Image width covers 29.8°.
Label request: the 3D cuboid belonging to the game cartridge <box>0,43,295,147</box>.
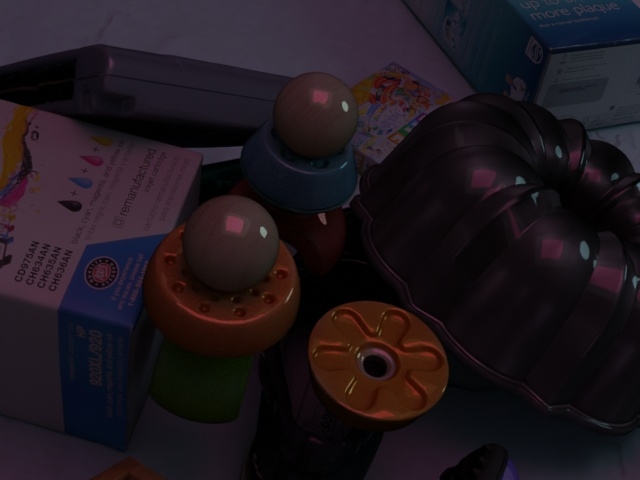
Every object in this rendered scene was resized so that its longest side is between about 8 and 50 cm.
[{"bbox_3d":[-0.151,-0.112,0.997,0.196,0.060,0.294,10,-3,-35],"label":"game cartridge"}]

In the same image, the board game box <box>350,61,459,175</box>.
[{"bbox_3d":[0.069,-0.122,1.232,0.103,0.026,0.154,34,46,20],"label":"board game box"}]

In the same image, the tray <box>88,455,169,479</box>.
[{"bbox_3d":[-0.176,0.273,0.634,0.202,0.076,0.411,24,29,30],"label":"tray"}]

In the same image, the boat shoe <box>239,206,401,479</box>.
[{"bbox_3d":[0.015,0.068,0.952,0.127,0.113,0.340,19,43,5],"label":"boat shoe"}]

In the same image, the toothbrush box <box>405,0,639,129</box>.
[{"bbox_3d":[0.253,-0.261,1.356,0.216,0.126,0.295,-10,46,-24],"label":"toothbrush box"}]

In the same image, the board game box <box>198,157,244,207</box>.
[{"bbox_3d":[-0.086,-0.043,1.040,0.186,0.126,0.026,-12,81,-26],"label":"board game box"}]

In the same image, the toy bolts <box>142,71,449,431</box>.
[{"bbox_3d":[0.000,0.000,0.823,0.218,0.158,0.229,13,48,-4],"label":"toy bolts"}]

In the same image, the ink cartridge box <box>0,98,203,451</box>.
[{"bbox_3d":[-0.225,0.016,0.891,0.232,0.168,0.171,15,51,2],"label":"ink cartridge box"}]

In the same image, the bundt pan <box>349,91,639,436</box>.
[{"bbox_3d":[0.196,-0.004,0.992,0.330,0.124,0.331,25,29,-15],"label":"bundt pan"}]

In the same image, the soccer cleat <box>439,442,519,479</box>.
[{"bbox_3d":[0.090,0.272,0.780,0.116,0.109,0.318,34,42,-6],"label":"soccer cleat"}]
